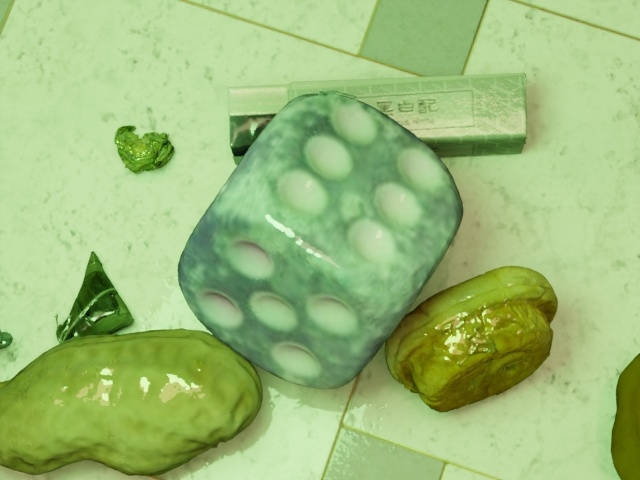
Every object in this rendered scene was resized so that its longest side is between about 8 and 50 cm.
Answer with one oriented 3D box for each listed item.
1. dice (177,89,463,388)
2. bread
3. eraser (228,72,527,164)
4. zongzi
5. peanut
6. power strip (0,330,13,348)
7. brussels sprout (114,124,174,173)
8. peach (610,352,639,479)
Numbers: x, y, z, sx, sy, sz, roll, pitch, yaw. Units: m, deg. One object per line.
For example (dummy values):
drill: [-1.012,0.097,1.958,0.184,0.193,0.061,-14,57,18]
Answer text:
dice: [0.000,0.000,1.849,0.270,0.271,0.270,35,50,0]
bread: [0.199,0.126,1.895,0.236,0.198,0.120,-25,63,-3]
eraser: [0.079,-0.165,2.011,0.404,0.098,0.096,-3,77,2]
zongzi: [-0.327,0.089,2.000,0.109,0.055,0.119,-33,67,-3]
peanut: [-0.266,0.216,1.912,0.387,0.169,0.192,-6,114,6]
power strip: [-0.527,0.142,1.948,0.224,0.139,0.140,-21,77,-2]
brussels sprout: [-0.244,-0.126,2.040,0.085,0.058,0.085,-1,44,1]
peach: [0.495,0.244,1.889,0.251,0.153,0.251,2,82,-13]
